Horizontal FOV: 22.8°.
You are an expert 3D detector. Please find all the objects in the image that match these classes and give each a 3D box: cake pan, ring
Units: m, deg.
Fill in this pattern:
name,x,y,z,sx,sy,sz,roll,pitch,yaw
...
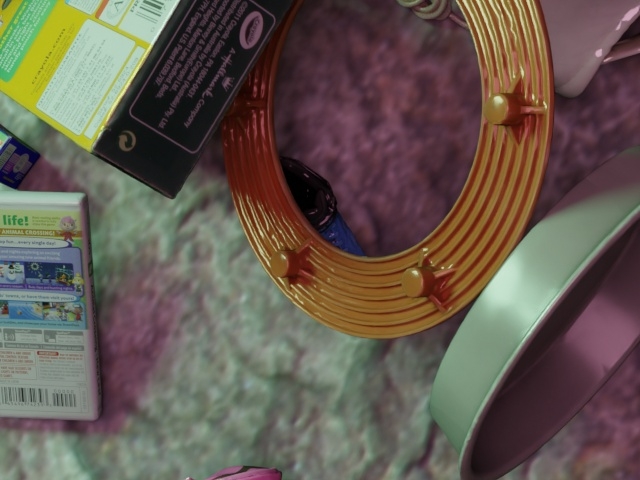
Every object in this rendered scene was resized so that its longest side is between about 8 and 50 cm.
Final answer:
name,x,y,z,sx,sy,sz,roll,pitch,yaw
cake pan,0.182,0.049,1.143,0.054,0.293,0.293,40,91,21
ring,0.029,-0.096,1.138,0.336,0.032,0.336,2,93,46

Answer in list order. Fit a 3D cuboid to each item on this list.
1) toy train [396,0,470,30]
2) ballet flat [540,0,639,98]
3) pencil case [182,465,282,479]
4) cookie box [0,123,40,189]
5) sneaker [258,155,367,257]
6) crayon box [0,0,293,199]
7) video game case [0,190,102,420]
name,x,y,z,sx,sy,sz,roll,pitch,yaw
toy train,0.033,-0.257,1.247,0.248,0.143,0.105,40,91,8
ballet flat,0.308,-0.255,1.238,0.400,0.139,0.139,-37,83,7
pencil case,-0.068,0.283,1.251,0.098,0.095,0.209,-7,83,22
cookie box,-0.292,-0.093,1.299,0.107,0.092,0.040,36,88,7
sneaker,-0.001,0.000,1.263,0.058,0.084,0.152,-27,84,4
crayon box,-0.151,-0.174,1.227,0.083,0.323,0.203,31,90,-34
video game case,-0.286,0.052,1.286,0.212,0.023,0.193,2,111,7
